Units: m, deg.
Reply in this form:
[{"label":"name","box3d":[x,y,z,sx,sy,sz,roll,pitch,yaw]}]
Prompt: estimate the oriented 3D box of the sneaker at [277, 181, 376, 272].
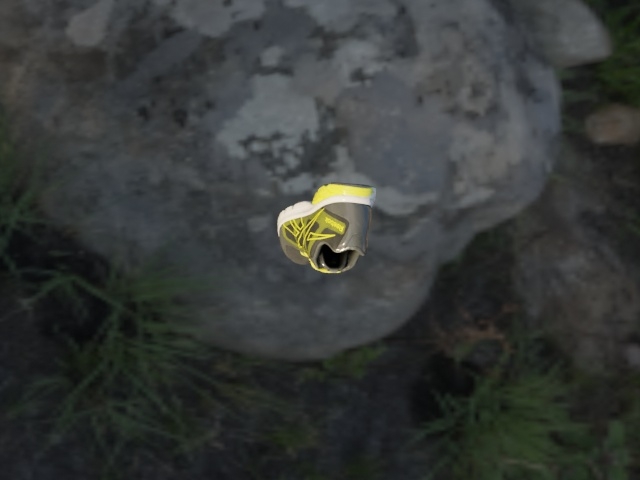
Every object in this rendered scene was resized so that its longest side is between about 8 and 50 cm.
[{"label":"sneaker","box3d":[0.000,0.000,0.718,0.031,0.083,0.035,8,70,-16]}]
